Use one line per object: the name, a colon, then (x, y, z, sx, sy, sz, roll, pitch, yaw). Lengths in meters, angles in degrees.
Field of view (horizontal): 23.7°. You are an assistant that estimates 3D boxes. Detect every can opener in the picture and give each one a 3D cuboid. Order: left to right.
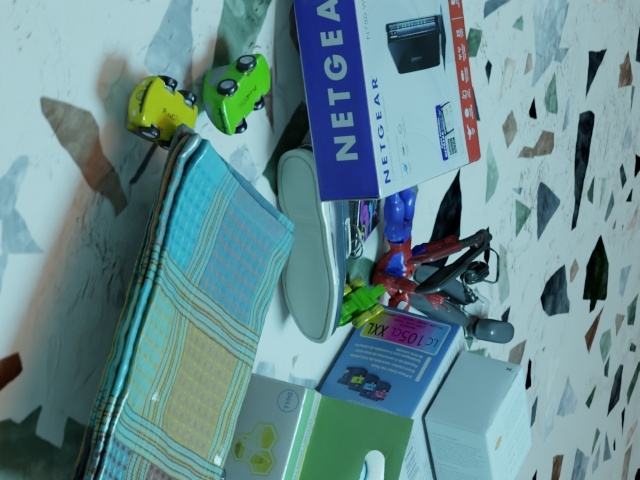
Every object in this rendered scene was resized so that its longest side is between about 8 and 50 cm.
can opener: (0.228, 0.104, 2.342, 0.283, 0.095, 0.076, 31, 73, -63)

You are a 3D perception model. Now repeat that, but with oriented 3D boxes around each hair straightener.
hair straightener: (0.186, 0.042, 2.035, 0.230, 0.047, 0.089, -22, 101, -61)

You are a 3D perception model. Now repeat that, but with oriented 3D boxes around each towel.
towel: (-0.126, 0.104, 1.536, 0.271, 0.040, 0.370, 47, 54, -60)

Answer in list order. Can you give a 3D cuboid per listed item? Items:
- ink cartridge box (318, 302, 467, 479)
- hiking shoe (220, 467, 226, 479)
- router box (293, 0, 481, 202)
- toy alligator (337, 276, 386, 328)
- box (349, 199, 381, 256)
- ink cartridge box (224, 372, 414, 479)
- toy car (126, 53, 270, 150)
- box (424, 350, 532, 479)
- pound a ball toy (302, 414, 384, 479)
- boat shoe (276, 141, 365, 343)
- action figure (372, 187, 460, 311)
ink cartridge box: (0.069, 0.321, 2.057, 0.395, 0.151, 0.270, -58, 148, -37)
hiking shoe: (-0.185, 0.235, 1.610, 0.227, 0.086, 0.114, -24, 106, -63)
router box: (0.082, -0.234, 1.832, 0.301, 0.082, 0.335, -24, 109, -59)
toy alligator: (0.031, 0.095, 1.996, 0.051, 0.056, 0.190, -42, 172, 28)
box: (0.053, -0.057, 1.952, 0.162, 0.029, 0.116, -56, 151, -69)
ink cartridge box: (-0.029, 0.251, 1.730, 0.056, 0.235, 0.171, 30, 74, -64)
toy car: (-0.124, -0.117, 1.587, 0.225, 0.053, 0.239, -55, 147, -39)
box: (0.215, 0.258, 2.054, 0.130, 0.091, 0.170, -55, 146, -37)
pound a ball toy: (-0.036, 0.361, 1.787, 0.136, 0.208, 0.319, 120, -17, -81)
boat shoe: (0.000, 0.000, 1.849, 0.079, 0.095, 0.254, -27, 116, -44)
action figure: (0.139, -0.016, 2.074, 0.091, 0.139, 0.280, -35, 134, -52)
